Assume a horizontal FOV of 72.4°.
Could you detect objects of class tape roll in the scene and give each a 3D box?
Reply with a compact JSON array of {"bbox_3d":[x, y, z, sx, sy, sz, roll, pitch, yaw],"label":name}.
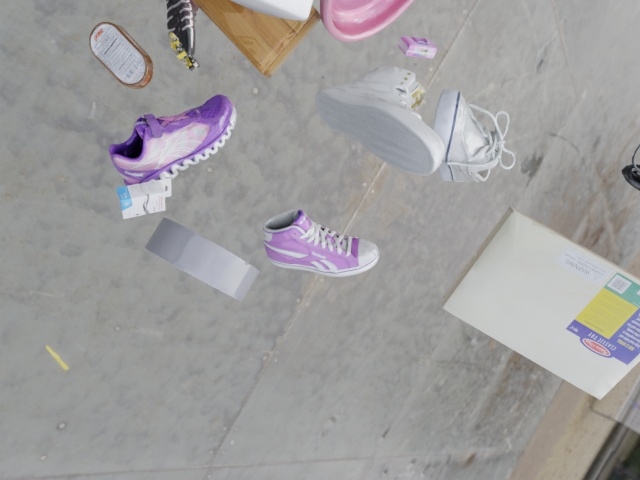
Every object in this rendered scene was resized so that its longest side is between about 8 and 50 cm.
[{"bbox_3d":[-0.234,0.039,0.876,0.219,0.219,0.072,41,74,-48],"label":"tape roll"}]

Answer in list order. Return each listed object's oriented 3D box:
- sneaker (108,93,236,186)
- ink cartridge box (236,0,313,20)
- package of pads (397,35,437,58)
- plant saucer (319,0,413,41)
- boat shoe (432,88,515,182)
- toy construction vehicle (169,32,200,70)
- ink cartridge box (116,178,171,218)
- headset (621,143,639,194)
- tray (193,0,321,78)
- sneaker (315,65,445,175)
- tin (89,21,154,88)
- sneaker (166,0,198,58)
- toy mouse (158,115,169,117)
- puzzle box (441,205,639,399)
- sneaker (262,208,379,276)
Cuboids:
[{"bbox_3d":[-0.251,-0.174,0.732,0.236,0.095,0.104,-38,139,-3],"label":"sneaker"},{"bbox_3d":[-0.127,-0.382,0.419,0.306,0.131,0.226,-1,119,-42],"label":"ink cartridge box"},{"bbox_3d":[0.233,-0.465,1.053,0.083,0.050,0.032,-5,143,-22],"label":"package of pads"},{"bbox_3d":[0.127,-0.622,1.008,0.332,0.084,0.332,-32,168,-8],"label":"plant saucer"},{"bbox_3d":[0.324,-0.194,0.907,0.367,0.156,0.136,32,72,-67],"label":"boat shoe"},{"bbox_3d":[-0.355,-0.476,1.116,0.035,0.098,0.086,-38,154,7],"label":"toy construction vehicle"},{"bbox_3d":[-0.276,-0.067,0.696,0.083,0.028,0.048,-17,154,-27],"label":"ink cartridge box"},{"bbox_3d":[0.665,-0.200,0.653,0.394,0.185,0.243,-39,157,26],"label":"headset"},{"bbox_3d":[-0.213,-0.639,1.103,0.203,0.411,0.076,-44,179,16],"label":"tray"},{"bbox_3d":[0.139,-0.228,0.756,0.169,0.292,0.108,-32,139,-18],"label":"sneaker"},{"bbox_3d":[-0.526,-0.489,1.157,0.106,0.190,0.040,-44,-177,9],"label":"tin"},{"bbox_3d":[-0.368,-0.685,1.294,0.162,0.106,0.282,-21,109,-48],"label":"sneaker"},{"bbox_3d":[-0.496,-0.331,1.371,0.143,0.031,0.161,3,130,-47],"label":"toy mouse"},{"bbox_3d":[0.514,0.141,0.954,0.272,0.408,0.052,-60,177,22],"label":"puzzle box"},{"bbox_3d":[0.000,0.001,1.032,0.161,0.282,0.102,86,7,-49],"label":"sneaker"}]
